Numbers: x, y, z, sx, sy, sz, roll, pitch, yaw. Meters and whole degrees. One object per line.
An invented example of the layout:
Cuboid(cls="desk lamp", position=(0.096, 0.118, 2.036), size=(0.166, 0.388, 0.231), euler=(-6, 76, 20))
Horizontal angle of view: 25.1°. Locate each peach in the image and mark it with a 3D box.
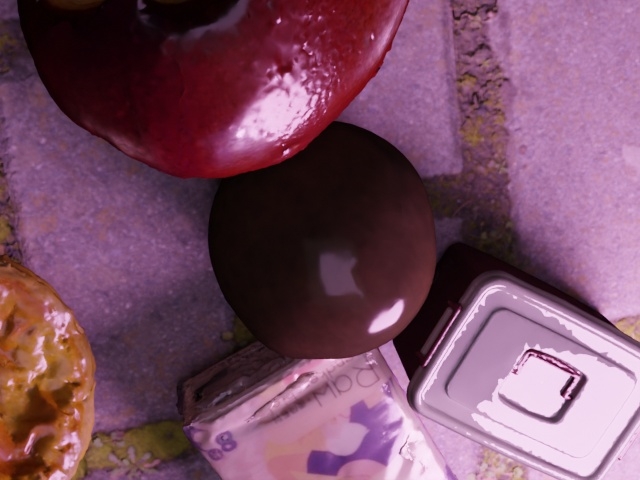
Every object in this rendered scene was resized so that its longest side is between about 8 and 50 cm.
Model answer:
Cuboid(cls="peach", position=(-0.086, -0.276, 1.374), size=(0.353, 0.339, 0.416), euler=(6, 114, -54))

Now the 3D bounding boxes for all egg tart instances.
Cuboid(cls="egg tart", position=(-0.401, 0.165, 1.536), size=(0.341, 0.132, 0.341), euler=(8, 78, -39))

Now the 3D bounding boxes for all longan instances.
Cuboid(cls="longan", position=(0.000, 0.000, 1.528), size=(0.258, 0.258, 0.258), euler=(-4, 111, -10))

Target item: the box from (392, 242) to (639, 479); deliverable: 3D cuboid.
Cuboid(cls="box", position=(0.235, 0.135, 1.679), size=(0.294, 0.167, 0.193), euler=(27, 105, -20))

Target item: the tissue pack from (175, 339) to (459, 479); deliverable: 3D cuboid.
Cuboid(cls="tissue pack", position=(0.011, 0.259, 1.701), size=(0.242, 0.125, 0.343), euler=(-30, 113, 3))
